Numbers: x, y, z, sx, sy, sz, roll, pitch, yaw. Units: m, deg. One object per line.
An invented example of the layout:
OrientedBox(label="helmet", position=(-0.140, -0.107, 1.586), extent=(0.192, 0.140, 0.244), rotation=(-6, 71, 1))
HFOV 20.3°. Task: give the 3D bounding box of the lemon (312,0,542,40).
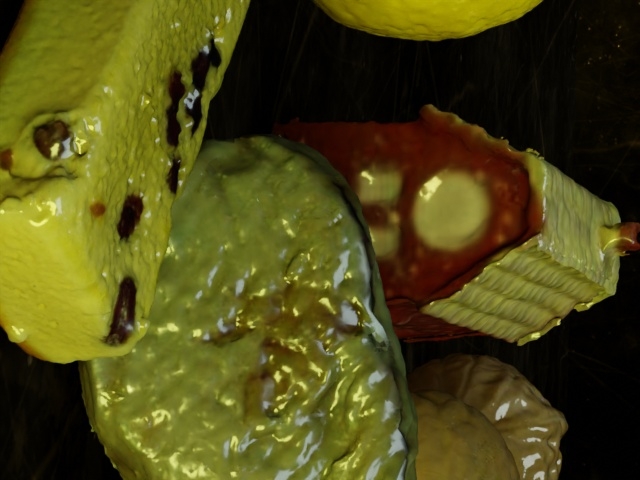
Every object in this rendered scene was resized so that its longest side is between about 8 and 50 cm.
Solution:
OrientedBox(label="lemon", position=(0.065, -0.261, 1.177), extent=(0.310, 0.253, 0.253), rotation=(-118, -160, -58))

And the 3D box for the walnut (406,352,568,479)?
OrientedBox(label="walnut", position=(0.151, 0.210, 1.792), extent=(0.213, 0.213, 0.213), rotation=(5, 90, -75))

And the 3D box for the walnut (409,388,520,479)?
OrientedBox(label="walnut", position=(0.066, 0.229, 1.432), extent=(0.228, 0.228, 0.228), rotation=(5, 90, -75))

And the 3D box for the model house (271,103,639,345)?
OrientedBox(label="model house", position=(0.103, -0.007, 1.349), extent=(0.196, 0.254, 0.160), rotation=(26, 62, -62))

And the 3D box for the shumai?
OrientedBox(label="shumai", position=(-0.048, 0.074, 1.083), extent=(0.218, 0.189, 0.256), rotation=(114, -33, -80))

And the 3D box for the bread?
OrientedBox(label="bread", position=(-0.098, -0.110, 0.943), extent=(0.138, 0.077, 0.361), rotation=(74, 25, -51))
